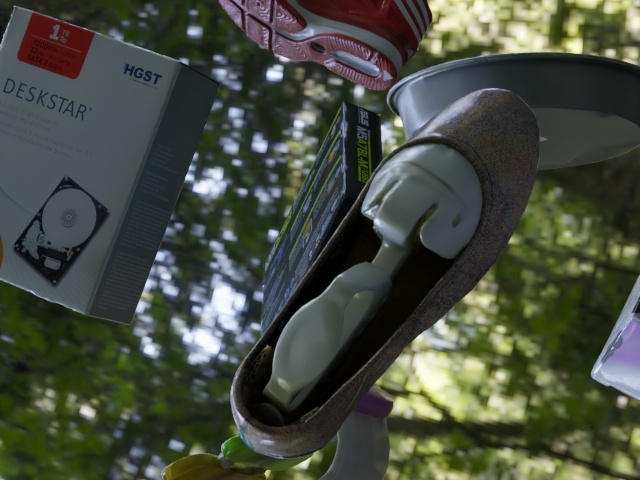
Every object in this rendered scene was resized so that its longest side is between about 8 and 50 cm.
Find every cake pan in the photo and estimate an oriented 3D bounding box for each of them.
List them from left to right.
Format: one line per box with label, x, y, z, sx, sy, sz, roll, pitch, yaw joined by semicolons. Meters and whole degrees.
cake pan;0.217;-0.131;1.913;0.293;0.293;0.054;11;-107;-41

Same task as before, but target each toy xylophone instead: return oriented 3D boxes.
toy xylophone;-0.076;0.220;1.491;0.323;0.081;0.236;-25;-18;5

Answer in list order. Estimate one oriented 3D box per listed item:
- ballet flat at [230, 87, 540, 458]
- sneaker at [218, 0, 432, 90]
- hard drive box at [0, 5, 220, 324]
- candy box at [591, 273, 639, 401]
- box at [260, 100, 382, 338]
ballet flat;0.045;0.022;1.253;0.316;0.107;0.106;-56;-19;0
sneaker;0.010;-0.241;1.780;0.128;0.221;0.087;-50;-16;-30
hard drive box;-0.219;-0.066;1.584;0.089;0.181;0.232;23;-94;-67
candy box;0.278;0.039;1.086;0.196;0.165;0.070;-56;-7;-40
box;0.000;0.000;1.563;0.045;0.184;0.190;22;-64;-9
